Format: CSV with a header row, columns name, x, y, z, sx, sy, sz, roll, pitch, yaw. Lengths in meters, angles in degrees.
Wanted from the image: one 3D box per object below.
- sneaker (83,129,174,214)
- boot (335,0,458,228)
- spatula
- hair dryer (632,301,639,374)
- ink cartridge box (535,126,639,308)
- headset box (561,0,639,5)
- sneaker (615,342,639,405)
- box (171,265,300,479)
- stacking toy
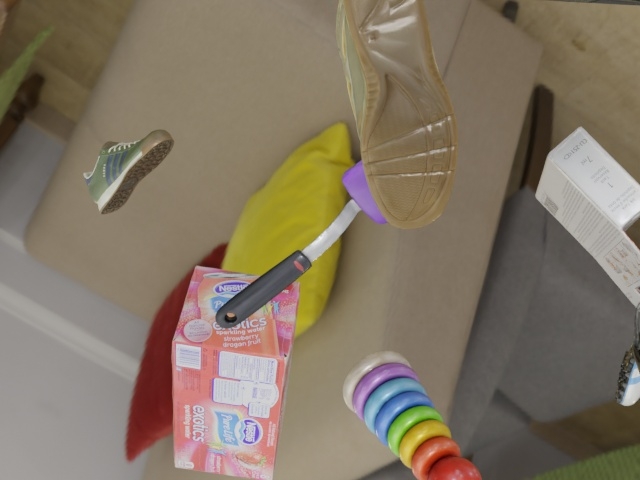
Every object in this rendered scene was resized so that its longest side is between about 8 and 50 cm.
name,x,y,z,sx,sy,sz,roll,pitch,yaw
sneaker,-0.317,-0.130,1.491,0.192,0.064,0.086,-43,74,30
boot,0.070,-0.156,0.964,0.095,0.203,0.262,-14,104,1
spatula,0.000,0.000,1.019,0.296,0.030,0.084,-40,114,4
hair dryer,0.436,0.195,1.123,0.080,0.293,0.223,5,164,7
ink cartridge box,0.420,-0.014,1.321,0.261,0.066,0.296,50,-177,12
headset box,0.248,-0.362,0.806,0.218,0.110,0.293,32,148,62
sneaker,0.513,0.147,1.376,0.086,0.237,0.085,32,171,14
box,-0.119,0.194,1.316,0.154,0.142,0.300,9,134,2
stacking toy,0.163,0.336,1.602,0.141,0.330,0.141,-13,124,-19
